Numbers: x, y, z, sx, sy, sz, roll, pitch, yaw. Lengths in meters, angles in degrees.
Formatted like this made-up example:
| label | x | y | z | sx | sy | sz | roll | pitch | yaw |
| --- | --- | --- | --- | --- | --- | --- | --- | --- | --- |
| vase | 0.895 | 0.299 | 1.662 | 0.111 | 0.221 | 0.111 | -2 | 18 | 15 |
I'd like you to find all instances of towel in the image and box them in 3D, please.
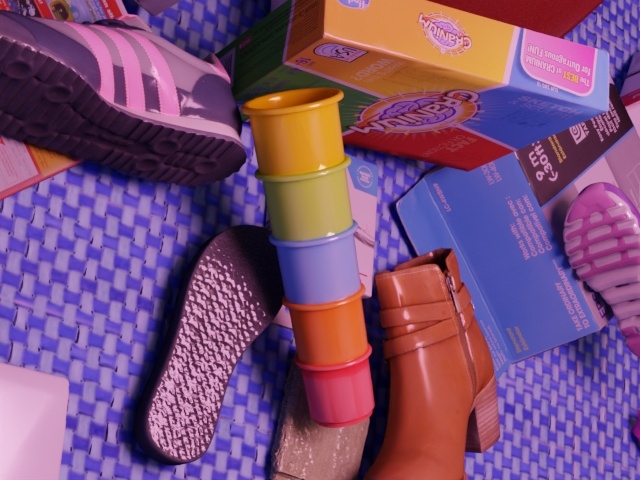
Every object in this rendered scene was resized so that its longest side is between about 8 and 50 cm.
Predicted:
| label | x | y | z | sx | sy | sz | roll | pitch | yaw |
| --- | --- | --- | --- | --- | --- | --- | --- | --- | --- |
| towel | 0.001 | 0.187 | 1.465 | 0.110 | 0.027 | 0.148 | 28 | 62 | -35 |

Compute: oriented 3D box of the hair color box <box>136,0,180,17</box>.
| label | x | y | z | sx | sy | sz | roll | pitch | yaw |
| --- | --- | --- | --- | --- | --- | --- | --- | --- | --- |
| hair color box | -0.140 | -0.421 | 1.415 | 0.185 | 0.114 | 0.374 | 38 | 52 | -30 |

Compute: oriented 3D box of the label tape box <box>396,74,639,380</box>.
| label | x | y | z | sx | sy | sz | roll | pitch | yaw |
| --- | --- | --- | --- | --- | --- | --- | --- | --- | --- |
| label tape box | 0.264 | -0.021 | 1.709 | 0.348 | 0.115 | 0.249 | -38 | 105 | -44 |

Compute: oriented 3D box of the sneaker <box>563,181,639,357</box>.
| label | x | y | z | sx | sy | sz | roll | pitch | yaw |
| --- | --- | --- | --- | --- | --- | --- | --- | --- | --- |
| sneaker | 0.352 | 0.022 | 1.651 | 0.236 | 0.095 | 0.104 | 56 | 42 | -26 |

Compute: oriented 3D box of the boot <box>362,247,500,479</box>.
| label | x | y | z | sx | sy | sz | roll | pitch | yaw |
| --- | --- | --- | --- | --- | --- | --- | --- | --- | --- |
| boot | 0.100 | 0.137 | 1.487 | 0.283 | 0.109 | 0.220 | -27 | 107 | -54 |

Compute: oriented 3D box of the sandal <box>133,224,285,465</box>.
| label | x | y | z | sx | sy | sz | roll | pitch | yaw |
| --- | --- | --- | --- | --- | --- | --- | --- | --- | --- |
| sandal | -0.110 | 0.089 | 1.375 | 0.097 | 0.054 | 0.254 | 38 | 60 | -19 |

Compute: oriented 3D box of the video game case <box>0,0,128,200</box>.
| label | x | y | z | sx | sy | sz | roll | pitch | yaw |
| --- | --- | --- | --- | --- | --- | --- | --- | --- | --- |
| video game case | -0.274 | -0.152 | 1.296 | 0.285 | 0.025 | 0.204 | -31 | 101 | -43 |

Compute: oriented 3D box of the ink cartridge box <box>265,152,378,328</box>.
| label | x | y | z | sx | sy | sz | roll | pitch | yaw |
| --- | --- | --- | --- | --- | --- | --- | --- | --- | --- |
| ink cartridge box | 0.000 | 0.000 | 1.489 | 0.104 | 0.060 | 0.180 | 19 | 67 | -39 |

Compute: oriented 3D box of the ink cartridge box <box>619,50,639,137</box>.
| label | x | y | z | sx | sy | sz | roll | pitch | yaw |
| --- | --- | --- | --- | --- | --- | --- | --- | --- | --- |
| ink cartridge box | 0.469 | -0.150 | 1.897 | 0.172 | 0.100 | 0.237 | 60 | 28 | -14 |

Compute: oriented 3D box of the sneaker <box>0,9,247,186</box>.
| label | x | y | z | sx | sy | sz | roll | pitch | yaw |
| --- | --- | --- | --- | --- | --- | --- | --- | --- | --- |
| sneaker | -0.203 | -0.150 | 1.286 | 0.319 | 0.112 | 0.131 | 23 | 48 | -43 |

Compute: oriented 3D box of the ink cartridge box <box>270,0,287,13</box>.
| label | x | y | z | sx | sy | sz | roll | pitch | yaw |
| --- | --- | --- | --- | --- | --- | --- | --- | --- | --- |
| ink cartridge box | 0.084 | -0.257 | 1.597 | 0.283 | 0.117 | 0.207 | 15 | 69 | -40 |

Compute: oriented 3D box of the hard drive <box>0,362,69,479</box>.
| label | x | y | z | sx | sy | sz | roll | pitch | yaw |
| --- | --- | --- | --- | --- | --- | --- | --- | --- | --- |
| hard drive | -0.361 | 0.182 | 1.110 | 0.353 | 0.047 | 0.233 | 19 | 66 | -38 |

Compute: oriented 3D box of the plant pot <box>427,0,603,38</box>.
| label | x | y | z | sx | sy | sz | roll | pitch | yaw |
| --- | --- | --- | --- | --- | --- | --- | --- | --- | --- |
| plant pot | 0.161 | -0.331 | 1.442 | 0.267 | 0.236 | 0.267 | 13 | 70 | -41 |

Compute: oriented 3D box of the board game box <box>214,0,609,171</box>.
| label | x | y | z | sx | sy | sz | roll | pitch | yaw |
| --- | --- | --- | --- | --- | --- | --- | --- | --- | --- |
| board game box | 0.083 | -0.154 | 1.438 | 0.317 | 0.242 | 0.064 | 11 | 73 | -27 |

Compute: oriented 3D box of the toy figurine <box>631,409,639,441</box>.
| label | x | y | z | sx | sy | sz | roll | pitch | yaw |
| --- | --- | --- | --- | --- | --- | --- | --- | --- | --- |
| toy figurine | 0.450 | 0.202 | 1.851 | 0.173 | 0.130 | 0.159 | 45 | 63 | -57 |

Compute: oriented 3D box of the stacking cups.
| label | x | y | z | sx | sy | sz | roll | pitch | yaw |
| --- | --- | --- | --- | --- | --- | --- | --- | --- | --- |
| stacking cups | -0.009 | 0.021 | 1.373 | 0.096 | 0.096 | 0.316 | -22 | 112 | -44 |
